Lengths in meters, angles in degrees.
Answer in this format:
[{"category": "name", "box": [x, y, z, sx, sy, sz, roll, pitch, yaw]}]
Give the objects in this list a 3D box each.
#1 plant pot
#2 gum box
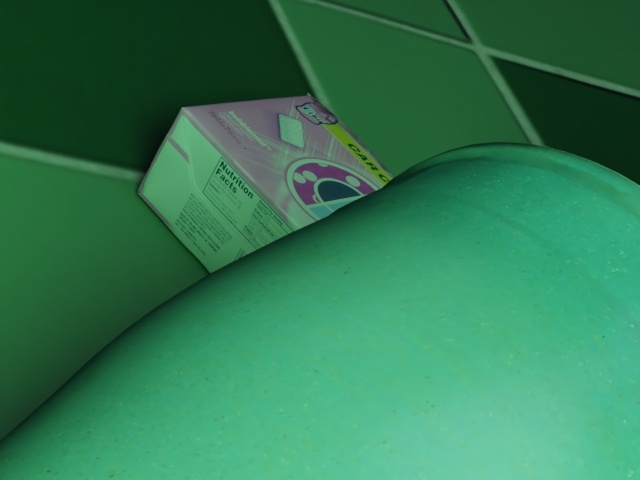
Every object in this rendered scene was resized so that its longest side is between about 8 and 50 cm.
[{"category": "plant pot", "box": [-0.001, 0.130, 0.650, 0.255, 0.272, 0.272, -21, 57, -37]}, {"category": "gum box", "box": [0.000, 0.000, 1.019, 0.188, 0.062, 0.107, 46, 33, 24]}]
